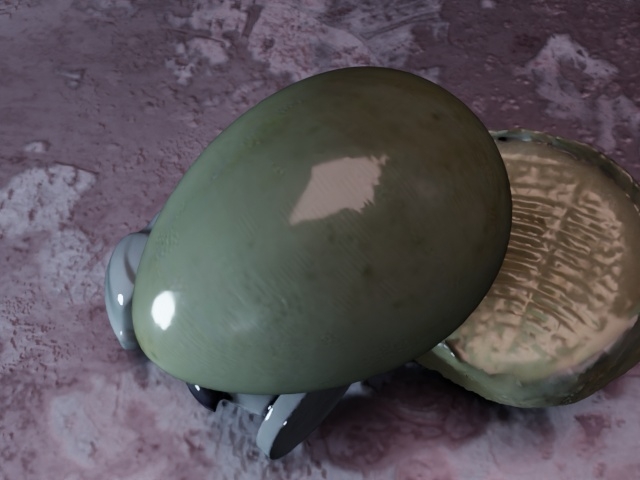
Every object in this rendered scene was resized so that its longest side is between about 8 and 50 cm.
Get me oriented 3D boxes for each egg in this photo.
[{"bbox_3d":[0.000,0.000,0.635,0.295,0.218,0.218,-31,63,-16],"label":"egg"}]

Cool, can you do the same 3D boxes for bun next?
[{"bbox_3d":[0.181,0.029,0.789,0.260,0.152,0.259,-4,64,8],"label":"bun"}]

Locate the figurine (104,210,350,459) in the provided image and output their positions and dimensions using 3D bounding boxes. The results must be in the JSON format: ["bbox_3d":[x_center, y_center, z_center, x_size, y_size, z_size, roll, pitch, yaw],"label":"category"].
[{"bbox_3d":[-0.080,0.064,0.784,0.236,0.133,0.176,37,56,19],"label":"figurine"}]
